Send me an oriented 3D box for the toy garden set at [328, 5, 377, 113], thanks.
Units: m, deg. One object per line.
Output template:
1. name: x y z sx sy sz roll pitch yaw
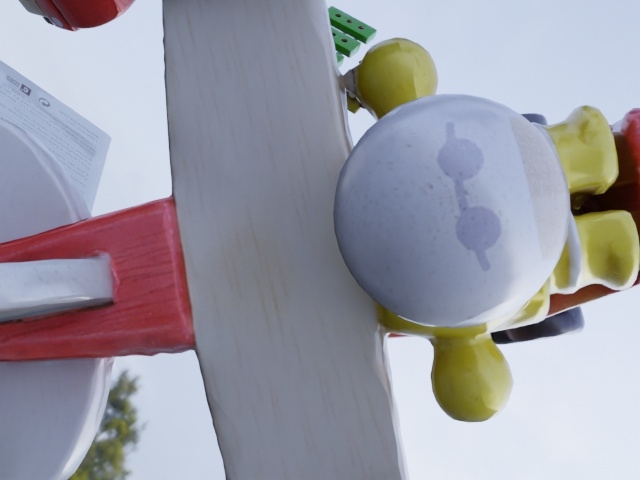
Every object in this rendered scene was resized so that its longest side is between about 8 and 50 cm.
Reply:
1. toy garden set: 0.042 -0.335 1.760 0.203 0.244 0.049 31 -45 12

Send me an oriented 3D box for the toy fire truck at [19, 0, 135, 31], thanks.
1. toy fire truck: -0.191 -0.310 1.007 0.246 0.217 0.158 22 -22 32

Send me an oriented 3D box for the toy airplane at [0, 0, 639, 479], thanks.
1. toy airplane: 0.000 0.000 0.426 0.386 0.384 0.272 38 -15 -7

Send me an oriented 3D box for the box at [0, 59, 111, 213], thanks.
1. box: -0.327 0.026 0.782 0.168 0.345 0.215 36 -60 -28
